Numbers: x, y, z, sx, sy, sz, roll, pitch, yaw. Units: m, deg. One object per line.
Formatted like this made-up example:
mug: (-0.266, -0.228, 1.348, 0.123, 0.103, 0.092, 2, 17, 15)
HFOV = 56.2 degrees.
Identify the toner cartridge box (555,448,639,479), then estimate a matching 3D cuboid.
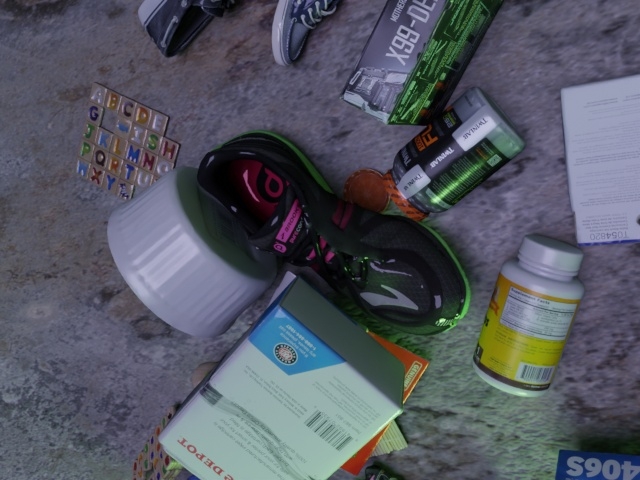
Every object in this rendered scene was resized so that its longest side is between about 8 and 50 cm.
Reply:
toner cartridge box: (0.500, 0.356, 0.763, 0.347, 0.075, 0.165, -10, 128, 38)

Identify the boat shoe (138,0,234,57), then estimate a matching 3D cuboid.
boat shoe: (-0.187, -0.424, 1.001, 0.301, 0.108, 0.102, -32, 85, 28)

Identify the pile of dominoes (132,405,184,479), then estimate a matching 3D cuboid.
pile of dominoes: (-0.341, 0.480, 1.208, 0.251, 0.040, 0.196, -54, 43, 27)

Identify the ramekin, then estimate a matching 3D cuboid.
ramekin: (-0.199, 0.009, 0.997, 0.135, 0.277, 0.277, -38, 82, 18)

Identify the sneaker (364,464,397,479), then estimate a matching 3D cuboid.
sneaker: (0.075, 0.471, 1.069, 0.077, 0.072, 0.178, 40, 105, 26)

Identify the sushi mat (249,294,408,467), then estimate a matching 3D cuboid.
sushi mat: (0.015, 0.251, 1.029, 0.151, 0.019, 0.317, -26, 101, 17)

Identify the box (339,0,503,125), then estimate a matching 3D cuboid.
box: (0.166, -0.302, 0.784, 0.076, 0.242, 0.308, 33, 112, 16)

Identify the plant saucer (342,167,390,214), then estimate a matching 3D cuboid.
plant saucer: (0.077, -0.078, 0.991, 0.083, 0.013, 0.084, 5, 101, 25)

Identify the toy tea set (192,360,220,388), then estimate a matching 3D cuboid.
toy tea set: (-0.145, 0.375, 1.069, 0.336, 0.200, 0.124, 52, 157, 11)

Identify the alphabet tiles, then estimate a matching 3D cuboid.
alphabet tiles: (-0.385, -0.179, 1.190, 0.237, 0.009, 0.198, 27, 109, 19)

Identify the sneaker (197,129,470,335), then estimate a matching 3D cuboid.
sneaker: (0.000, 0.000, 0.922, 0.482, 0.202, 0.185, 33, 116, 19)

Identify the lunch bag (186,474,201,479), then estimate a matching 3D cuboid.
lunch bag: (-0.167, 0.597, 1.172, 0.303, 0.115, 0.243, 41, 115, 14)

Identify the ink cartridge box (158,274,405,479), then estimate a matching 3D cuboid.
ink cartridge box: (-0.057, 0.244, 0.898, 0.223, 0.129, 0.307, 40, 110, -4)

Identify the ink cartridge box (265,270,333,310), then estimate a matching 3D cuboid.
ink cartridge box: (-0.045, 0.145, 1.061, 0.104, 0.060, 0.180, 34, 111, 14)

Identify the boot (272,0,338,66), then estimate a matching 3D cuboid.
boot: (-0.017, -0.368, 0.951, 0.086, 0.069, 0.190, 18, 104, 24)

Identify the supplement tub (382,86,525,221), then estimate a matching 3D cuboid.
supplement tub: (0.189, -0.120, 0.875, 0.190, 0.117, 0.117, -41, 81, 24)

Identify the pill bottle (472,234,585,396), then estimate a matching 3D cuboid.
pill bottle: (0.302, 0.105, 0.862, 0.117, 0.117, 0.215, 19, 106, 21)

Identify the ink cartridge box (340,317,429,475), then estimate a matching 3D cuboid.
ink cartridge box: (0.010, 0.259, 0.991, 0.238, 0.060, 0.275, 28, 111, 3)

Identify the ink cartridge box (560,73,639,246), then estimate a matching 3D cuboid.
ink cartridge box: (0.446, -0.112, 0.797, 0.223, 0.045, 0.224, -4, 98, 26)
